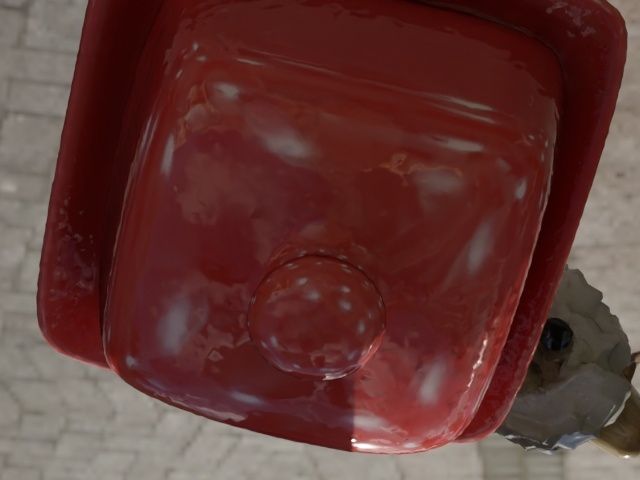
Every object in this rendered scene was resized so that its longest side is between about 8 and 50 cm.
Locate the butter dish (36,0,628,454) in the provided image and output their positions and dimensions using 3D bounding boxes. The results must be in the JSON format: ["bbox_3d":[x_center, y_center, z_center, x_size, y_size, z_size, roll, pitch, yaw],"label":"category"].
[{"bbox_3d":[0.000,0.000,0.488,0.159,0.118,0.160,13,113,-6],"label":"butter dish"}]

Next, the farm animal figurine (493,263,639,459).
[{"bbox_3d":[0.123,0.200,0.710,0.326,0.330,0.172,26,175,21],"label":"farm animal figurine"}]
